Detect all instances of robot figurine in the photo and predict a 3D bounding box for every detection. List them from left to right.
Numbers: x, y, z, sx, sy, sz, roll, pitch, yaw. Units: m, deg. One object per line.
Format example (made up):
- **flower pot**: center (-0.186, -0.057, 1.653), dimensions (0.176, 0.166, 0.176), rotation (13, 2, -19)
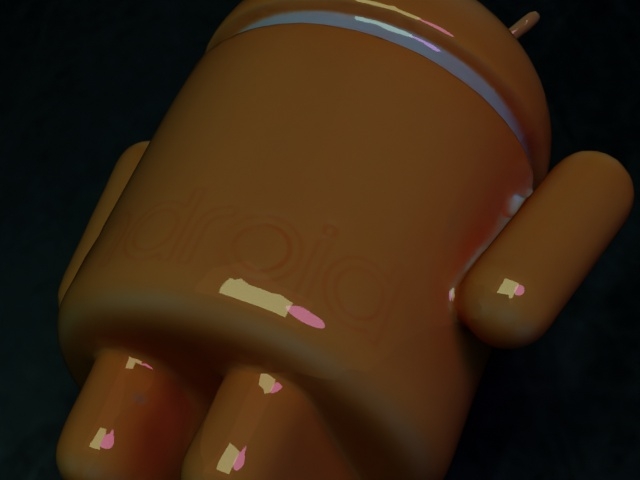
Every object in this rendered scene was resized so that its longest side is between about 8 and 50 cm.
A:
- **robot figurine**: center (0.002, 0.000, 0.424), dimensions (0.128, 0.158, 0.219), rotation (33, 56, -14)
